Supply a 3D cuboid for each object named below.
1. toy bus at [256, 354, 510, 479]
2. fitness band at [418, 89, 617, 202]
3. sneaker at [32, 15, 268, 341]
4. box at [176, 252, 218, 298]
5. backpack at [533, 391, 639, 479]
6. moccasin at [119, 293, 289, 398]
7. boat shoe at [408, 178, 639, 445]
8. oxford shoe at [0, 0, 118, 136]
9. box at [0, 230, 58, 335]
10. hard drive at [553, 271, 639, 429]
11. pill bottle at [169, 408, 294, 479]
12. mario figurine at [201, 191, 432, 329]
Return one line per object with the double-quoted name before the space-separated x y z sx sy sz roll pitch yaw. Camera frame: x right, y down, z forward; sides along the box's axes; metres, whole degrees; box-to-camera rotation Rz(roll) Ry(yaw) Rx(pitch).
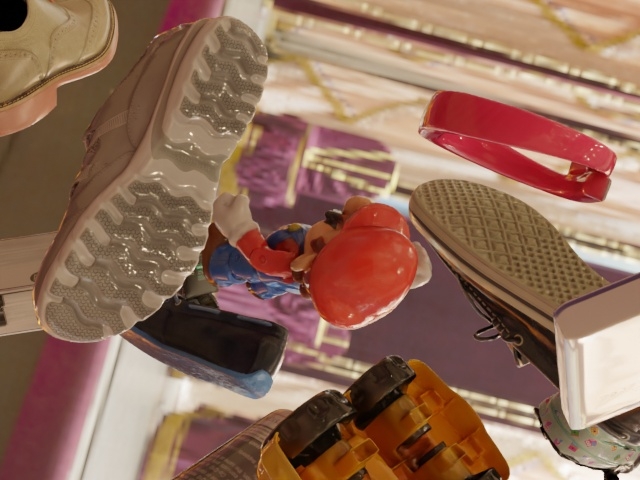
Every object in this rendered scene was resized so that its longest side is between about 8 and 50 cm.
"toy bus" 0.017 0.218 1.014 0.220 0.149 0.211 -23 158 -53
"fitness band" 0.209 -0.104 1.390 0.291 0.209 0.054 -25 138 -89
"sneaker" -0.142 -0.048 1.010 0.115 0.105 0.281 13 -112 47
"box" -0.170 0.025 1.686 0.062 0.052 0.083 24 -60 52
"backpack" 0.404 0.272 1.925 0.115 0.182 0.152 -47 -131 20
"moccasin" -0.180 0.129 1.859 0.117 0.342 0.137 -58 147 -18
"boat shoe" 0.300 0.093 1.765 0.187 0.500 0.156 -25 146 -40
"oxford shoe" -0.355 -0.268 1.610 0.397 0.141 0.146 -73 159 -59
"box" -0.489 0.071 2.104 0.169 0.290 0.087 -103 -175 -57
"hard drive" 0.350 0.103 1.341 0.318 0.210 0.040 64 4 -64
"pill bottle" -0.105 0.303 1.268 0.283 0.161 0.161 -31 156 -29
"mario figurine" 0.000 0.000 1.480 0.320 0.198 0.170 1 -70 54
